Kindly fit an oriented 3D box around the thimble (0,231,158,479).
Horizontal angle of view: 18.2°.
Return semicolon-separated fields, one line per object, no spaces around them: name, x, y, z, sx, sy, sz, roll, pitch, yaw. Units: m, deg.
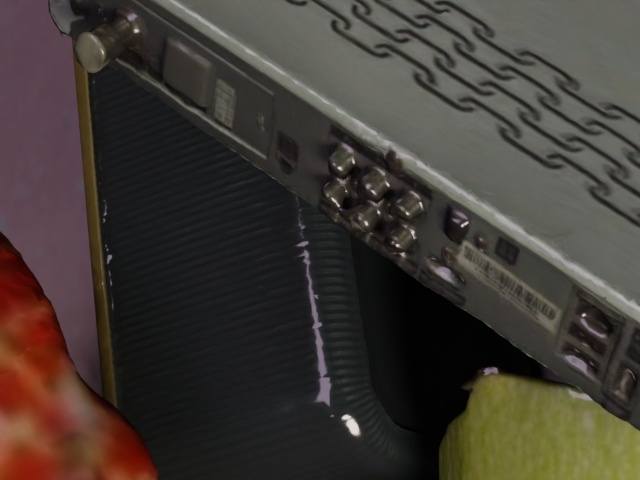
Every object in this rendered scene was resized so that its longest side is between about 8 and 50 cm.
thimble;-0.172;0.171;0.626;0.350;0.230;0.350;39;140;42

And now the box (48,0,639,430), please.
box;0.078;-0.046;0.566;0.270;0.211;0.045;34;140;21

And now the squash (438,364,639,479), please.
squash;0.089;0.176;0.597;0.137;0.137;0.287;10;99;39

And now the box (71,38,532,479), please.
box;0.000;0.000;0.673;0.090;0.144;0.201;-19;66;28
